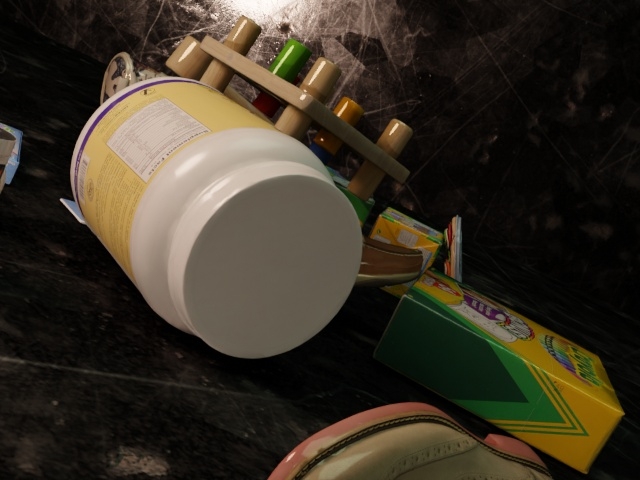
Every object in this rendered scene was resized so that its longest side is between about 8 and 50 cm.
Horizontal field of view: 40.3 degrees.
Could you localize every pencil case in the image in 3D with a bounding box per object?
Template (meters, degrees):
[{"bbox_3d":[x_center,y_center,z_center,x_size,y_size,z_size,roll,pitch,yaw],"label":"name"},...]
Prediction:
[{"bbox_3d":[-0.351,-0.324,2.163,0.410,0.160,0.183,18,-2,-38],"label":"pencil case"}]

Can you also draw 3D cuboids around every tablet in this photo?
[{"bbox_3d":[-0.318,-0.035,1.187,0.054,0.006,0.083,17,13,-41],"label":"tablet"}]

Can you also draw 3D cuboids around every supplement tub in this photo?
[{"bbox_3d":[-0.125,-0.035,0.991,0.241,0.241,0.331,18,13,-38],"label":"supplement tub"}]

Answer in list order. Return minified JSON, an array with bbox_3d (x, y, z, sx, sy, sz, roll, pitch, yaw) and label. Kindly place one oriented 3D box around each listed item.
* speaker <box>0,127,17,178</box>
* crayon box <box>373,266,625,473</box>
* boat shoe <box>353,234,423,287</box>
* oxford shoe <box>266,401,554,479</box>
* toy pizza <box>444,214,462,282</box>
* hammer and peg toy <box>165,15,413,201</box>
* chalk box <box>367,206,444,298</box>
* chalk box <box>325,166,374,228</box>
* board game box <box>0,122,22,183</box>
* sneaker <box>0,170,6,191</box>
[{"bbox_3d":[-0.336,-0.046,0.820,0.055,0.136,0.055,25,9,-4],"label":"speaker"},{"bbox_3d":[0.262,0.169,1.284,0.313,0.106,0.363,27,10,9],"label":"crayon box"},{"bbox_3d":[0.000,0.000,1.246,0.324,0.120,0.122,5,2,-24],"label":"boat shoe"},{"bbox_3d":[0.104,0.210,0.650,0.348,0.123,0.130,15,20,-42],"label":"oxford shoe"},{"bbox_3d":[0.255,0.051,1.684,0.032,0.201,0.201,1,6,11],"label":"toy pizza"},{"bbox_3d":[-0.048,-0.208,1.265,0.361,0.127,0.266,37,5,42],"label":"hammer and peg toy"},{"bbox_3d":[0.159,0.023,1.716,0.132,0.132,0.213,27,11,7],"label":"chalk box"},{"bbox_3d":[-0.078,-0.057,1.415,0.289,0.179,0.180,24,11,-2],"label":"chalk box"},{"bbox_3d":[-0.503,-0.148,1.218,0.160,0.039,0.211,22,11,-22],"label":"board game box"},{"bbox_3d":[-0.465,-0.105,0.897,0.268,0.101,0.153,26,7,-15],"label":"sneaker"}]
